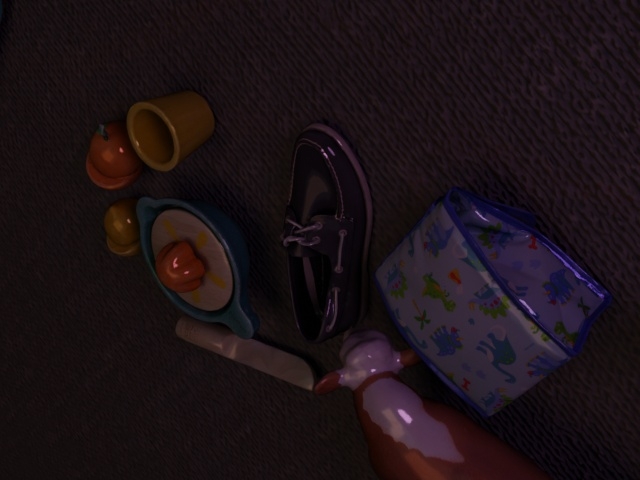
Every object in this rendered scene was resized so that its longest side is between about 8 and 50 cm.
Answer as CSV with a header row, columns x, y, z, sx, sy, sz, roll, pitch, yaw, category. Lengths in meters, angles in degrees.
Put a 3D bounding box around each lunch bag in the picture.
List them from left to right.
x,y,z,sx,sy,sz,roll,pitch,yaw,category
0.125,0.043,0.866,0.151,0.096,0.129,41,138,2,lunch bag

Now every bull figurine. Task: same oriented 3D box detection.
x,y,z,sx,sy,sz,roll,pitch,yaw,category
0.118,0.203,0.938,0.310,0.101,0.188,40,162,27,bull figurine

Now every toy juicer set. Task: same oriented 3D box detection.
x,y,z,sx,sy,sz,roll,pitch,yaw,category
-0.148,0.021,1.113,0.209,0.089,0.329,-7,111,45,toy juicer set

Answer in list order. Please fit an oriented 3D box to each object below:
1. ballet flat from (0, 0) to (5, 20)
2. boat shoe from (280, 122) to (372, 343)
x,y,z,sx,sy,sz,roll,pitch,yaw,category
-0.383,-0.292,1.131,0.124,0.116,0.342,61,142,25,ballet flat
0.000,0.000,0.978,0.075,0.065,0.206,17,126,36,boat shoe
